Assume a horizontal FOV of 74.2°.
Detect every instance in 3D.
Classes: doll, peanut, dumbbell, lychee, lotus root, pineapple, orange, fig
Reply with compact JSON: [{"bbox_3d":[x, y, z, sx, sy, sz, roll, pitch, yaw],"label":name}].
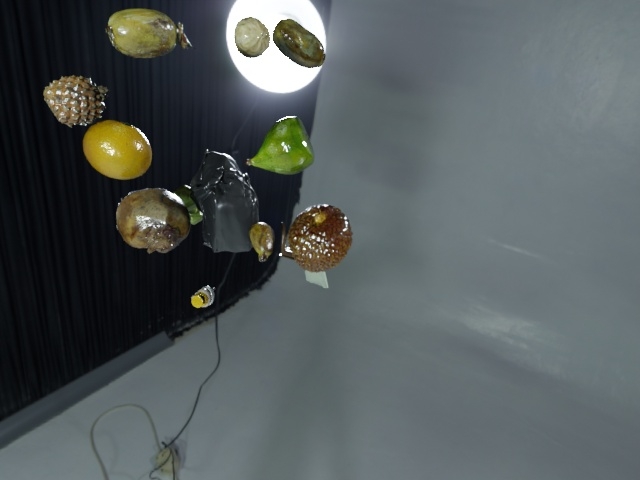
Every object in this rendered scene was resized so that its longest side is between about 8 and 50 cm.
[{"bbox_3d":[-0.443,0.212,1.592,0.084,0.073,0.127,-4,8,13],"label":"doll"},{"bbox_3d":[-0.240,-0.710,1.490,0.130,0.129,0.224,4,19,-11],"label":"peanut"},{"bbox_3d":[-0.635,-0.168,2.050,0.122,0.108,0.302,27,-14,0],"label":"dumbbell"},{"bbox_3d":[0.000,0.000,1.675,0.268,0.267,0.267,7,23,-3],"label":"lychee"},{"bbox_3d":[-0.104,-0.925,2.013,0.275,0.159,0.152,28,-29,-21],"label":"lotus root"},{"bbox_3d":[-0.212,0.007,1.579,0.108,0.094,0.190,41,13,-34],"label":"lotus root"},{"bbox_3d":[-0.814,-0.477,1.433,0.193,0.166,0.166,-29,35,-14],"label":"pineapple"},{"bbox_3d":[-0.546,-0.672,1.374,0.279,0.153,0.154,-16,33,-32],"label":"lotus root"},{"bbox_3d":[-0.636,-0.057,1.625,0.273,0.271,0.192,-5,32,-29],"label":"lotus root"},{"bbox_3d":[-0.748,-0.334,1.570,0.237,0.236,0.236,7,23,-3],"label":"orange"},{"bbox_3d":[-0.148,-0.314,1.504,0.236,0.203,0.203,-23,22,7],"label":"fig"}]

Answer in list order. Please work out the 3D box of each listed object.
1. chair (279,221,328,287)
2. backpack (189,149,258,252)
[{"bbox_3d":[-0.071,0.072,1.910,0.160,0.318,0.186,13,19,42],"label":"chair"},{"bbox_3d":[-0.409,-0.176,1.769,0.255,0.362,0.445,-5,41,-18],"label":"backpack"}]
